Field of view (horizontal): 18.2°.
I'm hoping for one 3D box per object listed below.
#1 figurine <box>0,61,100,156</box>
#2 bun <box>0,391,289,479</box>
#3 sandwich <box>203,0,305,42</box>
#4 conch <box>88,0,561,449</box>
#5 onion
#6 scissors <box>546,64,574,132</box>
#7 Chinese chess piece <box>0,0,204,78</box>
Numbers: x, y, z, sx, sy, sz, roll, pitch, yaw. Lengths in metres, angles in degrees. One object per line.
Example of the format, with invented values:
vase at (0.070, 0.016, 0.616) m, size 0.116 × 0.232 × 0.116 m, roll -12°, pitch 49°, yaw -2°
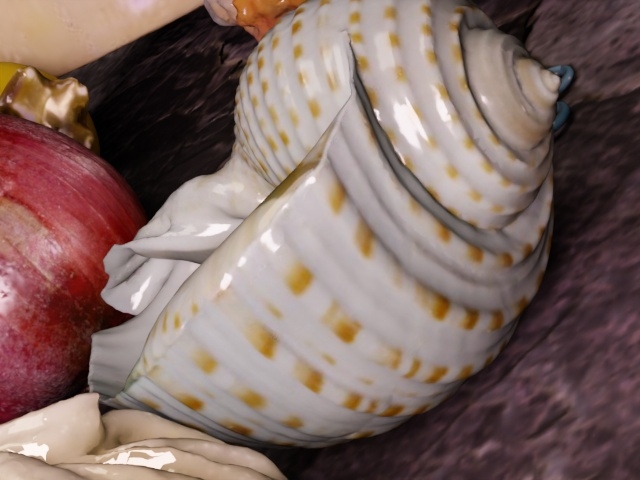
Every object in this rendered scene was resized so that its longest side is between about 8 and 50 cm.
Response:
figurine at (-0.207, -0.006, 1.105) m, size 0.185 × 0.127 × 0.234 m, roll -54°, pitch 25°, yaw -21°
bun at (-0.091, 0.146, 0.617) m, size 0.229 × 0.145 × 0.229 m, roll -33°, pitch 23°, yaw 16°
sandwich at (0.061, -0.203, 0.952) m, size 0.301 × 0.162 × 0.250 m, roll -38°, pitch 18°, yaw 8°
conch at (0.010, 0.003, 0.717) m, size 0.200 × 0.131 × 0.172 m, roll -49°, pitch 22°, yaw 40°
onion at (-0.175, 0.000, 0.950) m, size 0.159 × 0.195 × 0.159 m, roll -46°, pitch 13°, yaw 14°
scissors at (0.057, -0.037, 0.854) m, size 0.119 × 0.014 × 0.058 m, roll -29°, pitch 25°, yaw 26°
Chinese chess piece at (-0.128, -0.176, 1.212) m, size 0.257 × 0.104 × 0.257 m, roll -26°, pitch 11°, yaw 5°
